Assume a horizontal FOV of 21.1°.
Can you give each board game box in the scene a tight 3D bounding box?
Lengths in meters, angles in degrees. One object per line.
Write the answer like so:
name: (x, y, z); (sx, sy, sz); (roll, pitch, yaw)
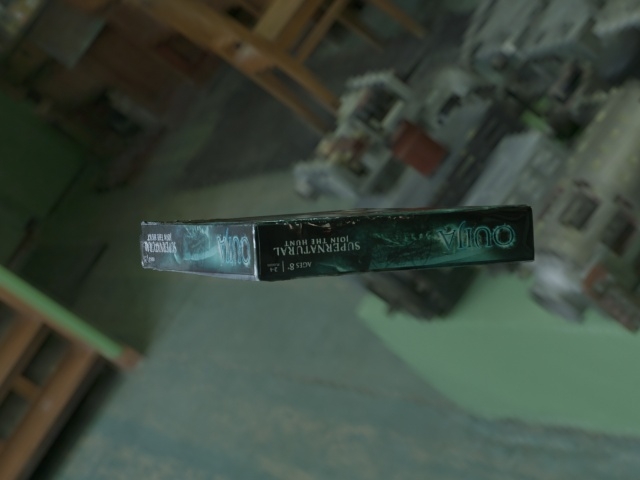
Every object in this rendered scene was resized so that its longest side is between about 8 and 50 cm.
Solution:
board game box: (0.000, 0.000, 0.787); (0.186, 0.126, 0.026); (-178, 84, -70)
